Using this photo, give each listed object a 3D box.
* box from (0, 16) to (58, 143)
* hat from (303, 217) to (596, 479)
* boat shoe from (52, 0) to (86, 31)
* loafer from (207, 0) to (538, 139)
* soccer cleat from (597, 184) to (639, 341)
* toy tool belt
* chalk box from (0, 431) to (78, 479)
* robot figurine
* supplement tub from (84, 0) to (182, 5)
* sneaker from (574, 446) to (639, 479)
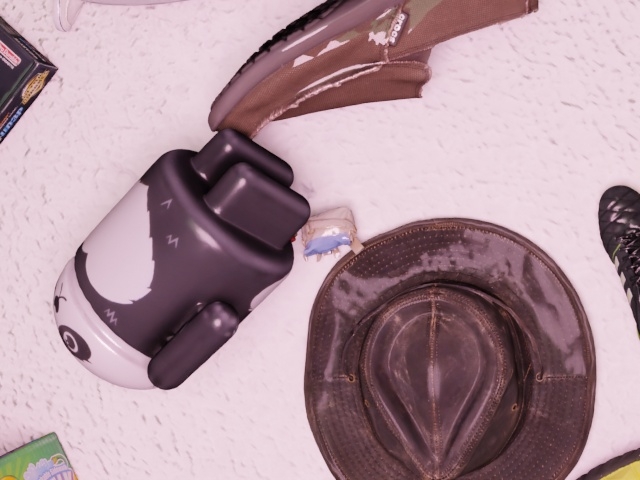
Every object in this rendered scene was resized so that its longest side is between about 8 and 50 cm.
[{"bbox_3d":[-0.428,-0.195,1.039,0.220,0.051,0.175,42,99,7],"label":"box"},{"bbox_3d":[0.120,0.143,0.911,0.331,0.134,0.331,0,92,10],"label":"hat"},{"bbox_3d":[-0.263,-0.274,1.016,0.035,0.035,0.100,12,88,12],"label":"boat shoe"},{"bbox_3d":[0.054,-0.182,0.909,0.366,0.134,0.130,-29,106,17],"label":"loafer"},{"bbox_3d":[0.314,0.031,0.900,0.060,0.072,0.179,-18,89,10],"label":"soccer cleat"},{"bbox_3d":[0.000,0.000,0.968,0.083,0.052,0.051,-18,80,11],"label":"toy tool belt"},{"bbox_3d":[-0.354,0.325,0.983,0.180,0.179,0.289,-26,86,11],"label":"chalk box"},{"bbox_3d":[-0.141,0.022,0.923,0.173,0.209,0.278,45,108,-2],"label":"robot figurine"},{"bbox_3d":[-0.171,-0.414,0.888,0.241,0.241,0.331,-8,90,11],"label":"supplement tub"},{"bbox_3d":[0.237,0.338,0.883,0.384,0.147,0.145,-40,90,11],"label":"sneaker"}]
